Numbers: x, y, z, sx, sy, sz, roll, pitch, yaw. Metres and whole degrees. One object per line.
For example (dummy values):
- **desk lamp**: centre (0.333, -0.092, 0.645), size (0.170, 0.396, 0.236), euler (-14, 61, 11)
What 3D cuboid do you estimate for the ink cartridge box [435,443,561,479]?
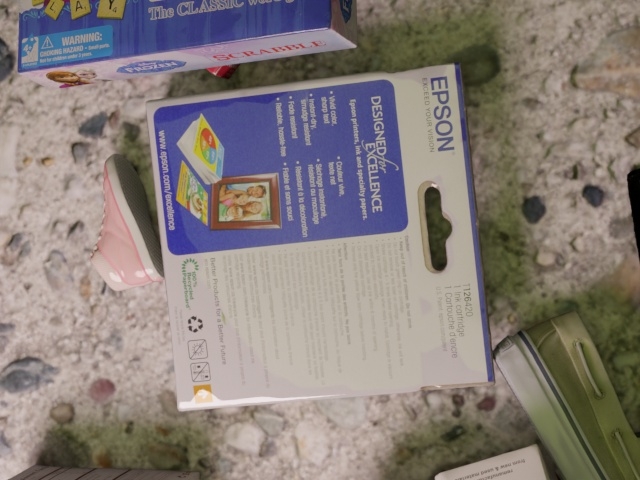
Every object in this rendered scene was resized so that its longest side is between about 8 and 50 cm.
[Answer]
- **ink cartridge box**: centre (0.189, 0.320, 1.254), size (0.100, 0.172, 0.237), euler (-19, 62, 11)

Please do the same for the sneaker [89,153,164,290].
- **sneaker**: centre (-0.202, -0.013, 1.420), size (0.070, 0.051, 0.134), euler (-22, 82, 20)

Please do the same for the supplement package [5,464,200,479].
- **supplement package**: centre (-0.215, 0.281, 1.407), size (0.179, 0.105, 0.105), euler (-1, 93, 11)

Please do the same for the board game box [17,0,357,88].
- **board game box**: centre (-0.125, -0.315, 1.325), size (0.319, 0.066, 0.318), euler (-5, 79, 22)

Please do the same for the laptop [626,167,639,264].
- **laptop**: centre (0.421, 0.041, 1.280), size (0.234, 0.136, 0.264), euler (-20, 63, 33)

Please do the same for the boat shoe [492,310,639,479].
- **boat shoe**: centre (0.269, 0.204, 1.314), size (0.094, 0.109, 0.302), euler (-32, 84, 6)

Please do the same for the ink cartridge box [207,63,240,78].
- **ink cartridge box**: centre (-0.088, -0.247, 1.382), size (0.109, 0.063, 0.150), euler (41, 98, 8)

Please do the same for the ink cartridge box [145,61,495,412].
- **ink cartridge box**: centre (0.000, 0.000, 1.377), size (0.307, 0.072, 0.303), euler (-6, 90, 9)
